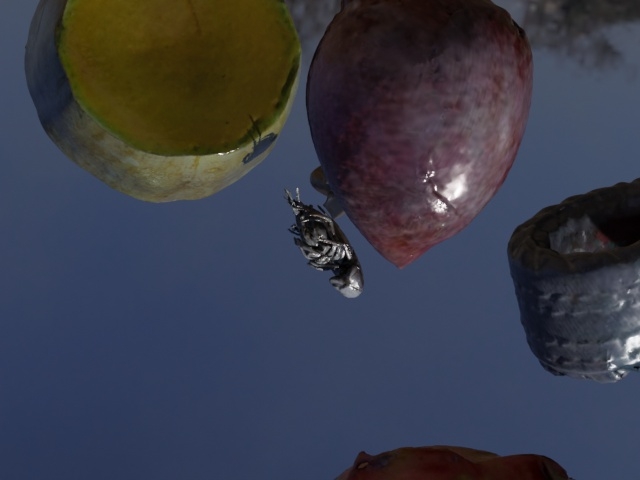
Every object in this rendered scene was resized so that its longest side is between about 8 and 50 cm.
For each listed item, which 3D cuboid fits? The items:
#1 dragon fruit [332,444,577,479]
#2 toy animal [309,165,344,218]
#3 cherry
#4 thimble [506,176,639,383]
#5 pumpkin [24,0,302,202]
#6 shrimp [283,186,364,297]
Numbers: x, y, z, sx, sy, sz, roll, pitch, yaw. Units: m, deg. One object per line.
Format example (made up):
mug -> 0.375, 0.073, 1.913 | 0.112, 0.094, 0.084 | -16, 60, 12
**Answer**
dragon fruit -> 0.105, 0.377, 1.411 | 0.371, 0.386, 0.249 | 32, -170, 5
toy animal -> 0.076, -0.087, 2.249 | 0.188, 0.089, 0.179 | 4, -168, 21
cherry -> 0.082, -0.098, 1.291 | 0.175, 0.249, 0.192 | 13, -169, 27
thimble -> 0.333, 0.044, 1.767 | 0.236, 0.172, 0.205 | -33, -150, -31
pumpkin -> -0.166, -0.207, 1.809 | 0.332, 0.332, 0.199 | 5, 180, -18
shrimp -> 0.000, 0.000, 1.770 | 0.165, 0.056, 0.065 | 46, -151, -35
